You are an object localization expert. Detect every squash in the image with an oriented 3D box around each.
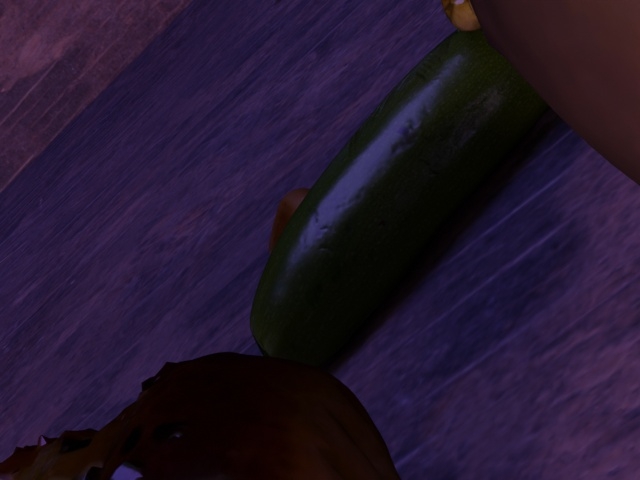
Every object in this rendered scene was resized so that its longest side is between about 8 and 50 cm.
[{"bbox_3d":[0.054,-0.041,0.842,0.292,0.082,0.082,-49,17,-2],"label":"squash"}]

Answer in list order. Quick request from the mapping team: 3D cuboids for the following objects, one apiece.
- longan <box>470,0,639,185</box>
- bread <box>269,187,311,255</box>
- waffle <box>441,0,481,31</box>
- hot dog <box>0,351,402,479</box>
[{"bbox_3d":[0.184,-0.154,0.410,0.319,0.319,0.319,-43,18,17],"label":"longan"},{"bbox_3d":[0.001,0.000,0.932,0.103,0.049,0.062,-157,80,-71],"label":"bread"},{"bbox_3d":[0.203,-0.215,0.792,0.312,0.060,0.307,-28,24,6],"label":"waffle"},{"bbox_3d":[-0.124,0.198,0.527,0.365,0.196,0.367,-28,15,35],"label":"hot dog"}]
